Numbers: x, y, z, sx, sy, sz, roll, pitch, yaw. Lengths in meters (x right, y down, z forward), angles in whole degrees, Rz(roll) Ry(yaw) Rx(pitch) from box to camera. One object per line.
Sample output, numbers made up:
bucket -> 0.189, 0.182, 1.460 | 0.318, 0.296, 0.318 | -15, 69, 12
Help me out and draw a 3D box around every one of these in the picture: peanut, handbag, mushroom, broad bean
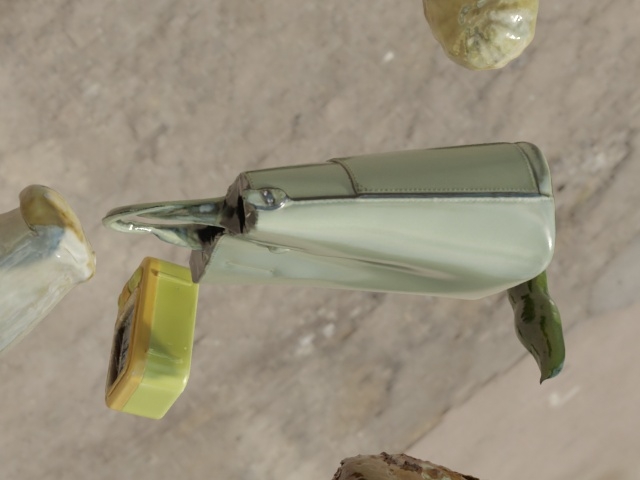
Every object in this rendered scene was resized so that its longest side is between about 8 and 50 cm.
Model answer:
peanut -> 0.175, -0.298, 1.580 | 0.130, 0.290, 0.130 | 3, 131, 4
handbag -> 0.000, 0.000, 1.067 | 0.315, 0.109, 0.241 | -6, 169, -16
mushroom -> -0.272, 0.088, 0.878 | 0.351, 0.097, 0.109 | -40, 144, 22
broad bean -> 0.245, 0.058, 1.681 | 0.060, 0.297, 0.043 | -33, 126, 25

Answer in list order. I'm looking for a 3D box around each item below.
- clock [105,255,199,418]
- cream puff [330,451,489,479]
clock -> -0.241, 0.139, 2.050 | 0.096, 0.202, 0.143 | 17, 142, -20
cream puff -> 0.099, 0.312, 1.462 | 0.240, 0.240, 0.164 | 18, 102, -58
